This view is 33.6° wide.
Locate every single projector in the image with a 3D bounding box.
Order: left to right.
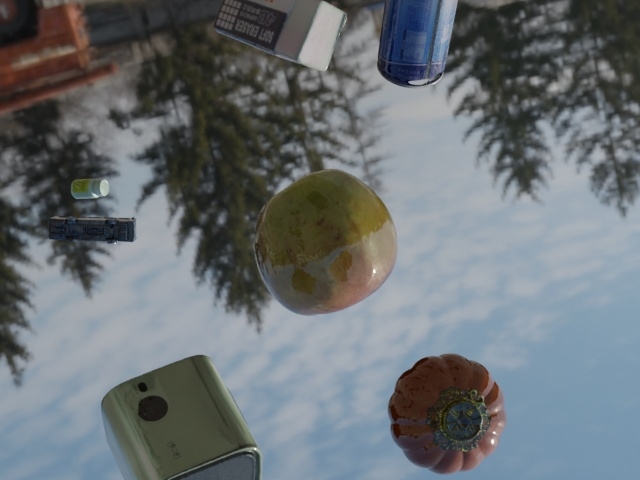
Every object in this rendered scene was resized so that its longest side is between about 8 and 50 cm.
[{"bbox_3d":[-0.279,0.418,2.135,0.249,0.248,0.249,-20,-127,-20],"label":"projector"}]

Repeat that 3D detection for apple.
[{"bbox_3d":[0.000,0.000,2.397,0.338,0.305,0.338,-27,-170,5],"label":"apple"}]

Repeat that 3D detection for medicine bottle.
[{"bbox_3d":[-0.551,-0.124,2.533,0.083,0.047,0.047,-2,-163,23],"label":"medicine bottle"}]

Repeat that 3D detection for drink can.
[{"bbox_3d":[0.130,-0.316,1.356,0.097,0.235,0.097,2,-135,-2],"label":"drink can"}]

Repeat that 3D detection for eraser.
[{"bbox_3d":[-0.083,-0.424,2.048,0.086,0.130,0.287,15,-170,-43],"label":"eraser"}]

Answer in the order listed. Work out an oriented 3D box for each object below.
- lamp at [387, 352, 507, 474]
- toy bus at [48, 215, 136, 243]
[{"bbox_3d":[0.232,0.318,1.944,0.223,0.223,0.196,-17,-178,-11],"label":"lamp"},{"bbox_3d":[-0.430,-0.023,2.012,0.166,0.047,0.065,2,-170,2],"label":"toy bus"}]
